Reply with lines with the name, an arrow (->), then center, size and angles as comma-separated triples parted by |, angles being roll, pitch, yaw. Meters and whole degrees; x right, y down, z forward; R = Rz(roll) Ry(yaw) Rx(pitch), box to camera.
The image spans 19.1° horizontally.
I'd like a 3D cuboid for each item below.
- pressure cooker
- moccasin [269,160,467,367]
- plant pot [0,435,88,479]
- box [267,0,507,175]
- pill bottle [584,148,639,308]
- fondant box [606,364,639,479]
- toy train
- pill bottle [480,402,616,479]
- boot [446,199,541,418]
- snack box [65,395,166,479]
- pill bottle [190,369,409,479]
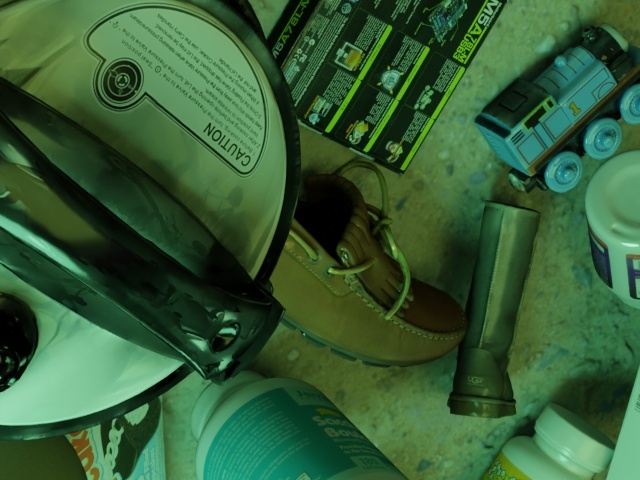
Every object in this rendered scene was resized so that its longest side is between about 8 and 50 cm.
pressure cooker -> -0.217, -0.065, 1.322 | 0.369, 0.420, 0.376 | -10, 120, -27
moccasin -> -0.001, -0.002, 1.693 | 0.380, 0.139, 0.147 | 32, 105, -31
plant pot -> -0.285, 0.224, 1.465 | 0.191, 0.284, 0.284 | -46, 143, -52
box -> 0.050, -0.174, 1.678 | 0.184, 0.045, 0.191 | 23, 101, -41
pill bottle -> 0.319, -0.003, 1.872 | 0.108, 0.108, 0.193 | -40, 155, -7
fondant box -> 0.445, 0.139, 1.995 | 0.330, 0.096, 0.238 | -21, 132, -45
toy train -> 0.239, -0.127, 1.803 | 0.184, 0.080, 0.105 | -42, 124, -5
pill bottle -> 0.219, 0.280, 1.990 | 0.117, 0.117, 0.208 | 25, 101, -39
boot -> 0.169, 0.067, 1.863 | 0.076, 0.189, 0.209 | 4, 88, 3
snack box -> -0.210, 0.173, 1.642 | 0.187, 0.060, 0.322 | -39, 138, -48
pill bottle -> -0.019, 0.219, 1.709 | 0.146, 0.264, 0.146 | -16, 124, -25
